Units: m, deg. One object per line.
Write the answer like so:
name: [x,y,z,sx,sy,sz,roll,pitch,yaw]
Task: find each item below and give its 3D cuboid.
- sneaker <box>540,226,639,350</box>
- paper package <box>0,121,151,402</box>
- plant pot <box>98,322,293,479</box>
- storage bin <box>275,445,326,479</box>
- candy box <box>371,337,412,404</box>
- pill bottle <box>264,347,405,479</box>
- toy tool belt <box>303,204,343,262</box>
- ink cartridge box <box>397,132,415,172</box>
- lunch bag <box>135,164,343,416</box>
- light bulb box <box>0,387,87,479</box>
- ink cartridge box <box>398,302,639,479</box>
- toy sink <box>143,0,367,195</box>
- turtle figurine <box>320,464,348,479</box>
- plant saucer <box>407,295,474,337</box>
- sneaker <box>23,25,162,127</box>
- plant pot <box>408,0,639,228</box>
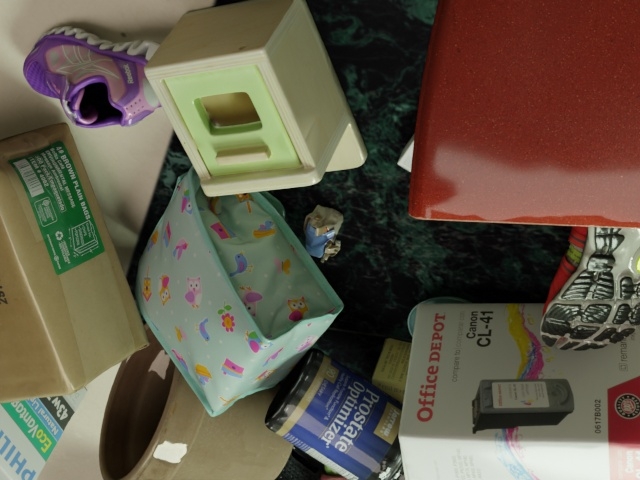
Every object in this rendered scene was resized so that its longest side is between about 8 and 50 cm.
sneaker: [0.315,0.007,1.208,0.107,0.118,0.279,10,129,-5]
paper package: [-0.426,0.042,1.448,0.309,0.168,0.325,-11,105,32]
plant pot: [-0.162,0.256,1.583,0.229,0.263,0.263,23,139,-24]
storage bin: [-0.086,0.404,1.785,0.122,0.084,0.180,41,135,-16]
candy box: [0.227,0.256,1.506,0.316,0.088,0.183,12,134,12]
pill bottle: [0.048,0.246,1.430,0.219,0.123,0.123,33,136,-5]
toy tool belt: [0.000,0.000,1.385,0.052,0.051,0.083,15,136,10]
ink cartridge box: [0.141,-0.114,1.233,0.062,0.029,0.115,29,135,-5]
lunch bag: [-0.124,0.054,1.410,0.262,0.160,0.223,55,140,18]
light bulb box: [-0.633,0.210,1.730,0.361,0.225,0.358,-8,127,28]
ink cartridge box: [0.260,0.191,1.311,0.306,0.226,0.131,0,132,14]
toy sink: [-0.066,-0.135,1.226,0.152,0.131,0.234,-4,130,27]
turtle figurine: [0.047,0.433,1.612,0.197,0.274,0.266,16,104,26]
plant saucer: [0.174,0.111,1.438,0.119,0.021,0.119,12,135,12]
sneaker: [-0.271,-0.180,1.272,0.236,0.105,0.095,11,142,35]
plant pot: [0.233,-0.171,0.985,0.267,0.267,0.236,4,115,20]
